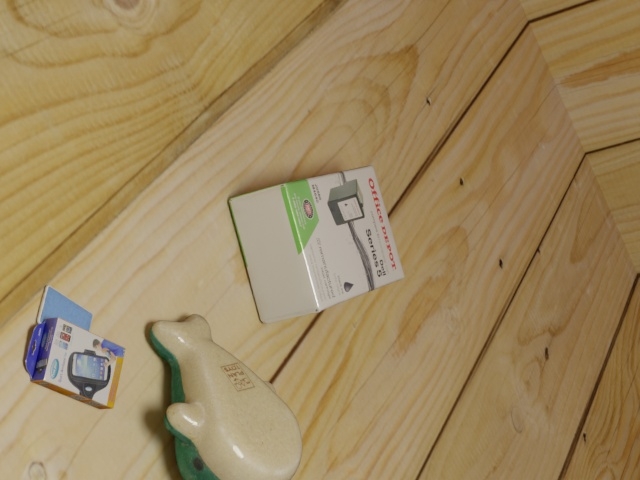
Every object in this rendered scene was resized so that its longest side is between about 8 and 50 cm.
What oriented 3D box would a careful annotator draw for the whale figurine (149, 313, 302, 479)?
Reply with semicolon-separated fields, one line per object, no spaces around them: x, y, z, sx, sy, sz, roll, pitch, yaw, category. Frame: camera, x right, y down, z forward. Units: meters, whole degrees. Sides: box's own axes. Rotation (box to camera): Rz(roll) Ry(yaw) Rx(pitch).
-0.146;0.231;1.730;0.216;0.141;0.272;-10;62;-56;whale figurine

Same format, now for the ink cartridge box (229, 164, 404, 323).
0.000;0.000;2.021;0.273;0.115;0.198;-17;92;-57;ink cartridge box

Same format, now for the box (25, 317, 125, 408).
-0.300;0.149;1.588;0.136;0.028;0.081;34;58;-48;box

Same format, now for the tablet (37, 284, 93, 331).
-0.317;0.097;1.610;0.083;0.006;0.054;41;46;-42;tablet
